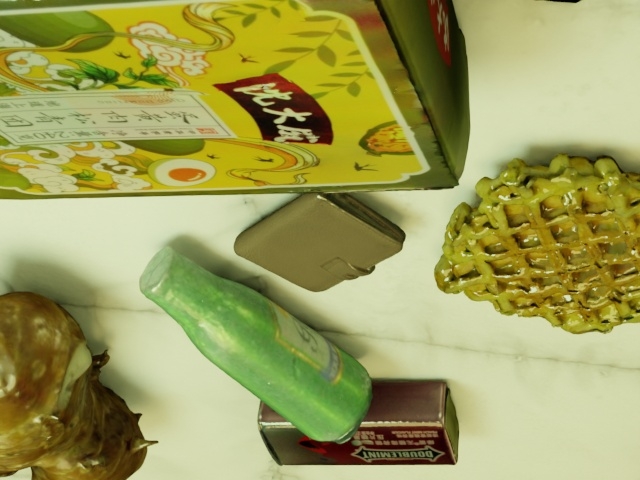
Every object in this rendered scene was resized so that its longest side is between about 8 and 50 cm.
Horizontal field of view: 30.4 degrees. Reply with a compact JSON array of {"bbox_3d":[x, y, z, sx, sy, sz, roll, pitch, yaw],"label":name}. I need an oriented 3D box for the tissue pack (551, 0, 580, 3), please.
[{"bbox_3d":[0.234,-0.270,0.650,0.244,0.123,0.332,3,149,-11],"label":"tissue pack"}]

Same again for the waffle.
[{"bbox_3d":[0.232,0.011,1.089,0.245,0.052,0.254,14,145,-9],"label":"waffle"}]

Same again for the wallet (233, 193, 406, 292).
[{"bbox_3d":[0.000,0.000,1.135,0.118,0.039,0.152,32,141,-25],"label":"wallet"}]

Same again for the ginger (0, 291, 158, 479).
[{"bbox_3d":[-0.308,0.190,1.348,0.254,0.176,0.418,9,149,-6],"label":"ginger"}]

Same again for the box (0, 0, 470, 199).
[{"bbox_3d":[-0.127,-0.143,0.789,0.420,0.138,0.373,0,164,13],"label":"box"}]

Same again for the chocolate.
[{"bbox_3d":[-0.071,0.106,1.248,0.110,0.110,0.291,-23,131,36],"label":"chocolate"}]

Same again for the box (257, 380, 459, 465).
[{"bbox_3d":[0.047,0.219,1.397,0.224,0.069,0.120,-3,142,13],"label":"box"}]
